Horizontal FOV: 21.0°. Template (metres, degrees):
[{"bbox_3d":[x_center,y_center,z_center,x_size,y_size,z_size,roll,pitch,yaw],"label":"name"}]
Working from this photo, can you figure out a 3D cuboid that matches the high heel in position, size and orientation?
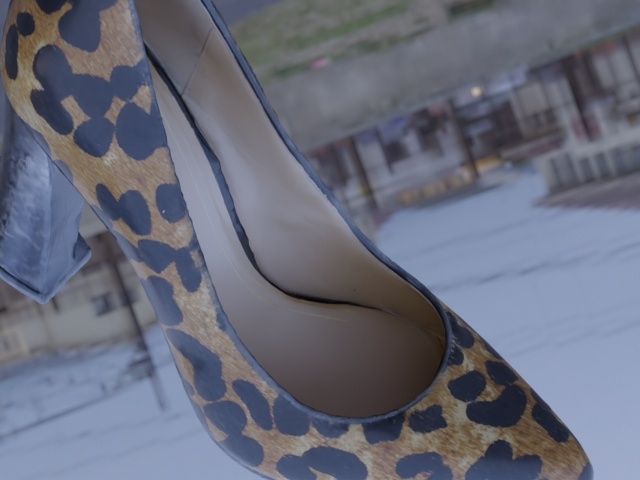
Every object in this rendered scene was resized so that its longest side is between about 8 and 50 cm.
[{"bbox_3d":[0.000,0.000,0.612,0.186,0.261,0.093,111,5,-50],"label":"high heel"}]
